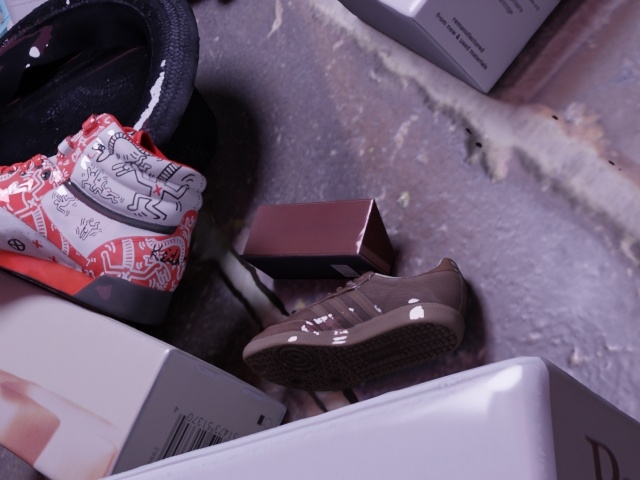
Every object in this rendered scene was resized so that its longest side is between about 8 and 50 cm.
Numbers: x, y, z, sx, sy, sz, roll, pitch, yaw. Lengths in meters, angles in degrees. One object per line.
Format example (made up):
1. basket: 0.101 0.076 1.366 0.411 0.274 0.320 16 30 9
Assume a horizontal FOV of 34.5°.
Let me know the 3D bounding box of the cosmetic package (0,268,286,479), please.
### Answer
1. cosmetic package: -0.195 0.127 0.858 0.296 0.153 0.129 17 77 43

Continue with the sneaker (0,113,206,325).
1. sneaker: -0.221 -0.040 0.841 0.270 0.090 0.145 19 87 18

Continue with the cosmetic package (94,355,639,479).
1. cosmetic package: 0.043 0.311 0.422 0.327 0.329 0.393 -23 54 32

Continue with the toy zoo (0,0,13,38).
1. toy zoo: -0.472 -0.235 1.412 0.192 0.030 0.293 -43 45 14

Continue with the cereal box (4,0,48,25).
1. cereal box: -0.313 -0.317 1.191 0.173 0.240 0.047 1 26 42

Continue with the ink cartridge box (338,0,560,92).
1. ink cartridge box: 0.135 -0.298 0.844 0.289 0.121 0.211 -52 44 4

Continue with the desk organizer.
1. desk organizer: 0.000 0.000 0.847 0.130 0.047 0.050 -1 63 41

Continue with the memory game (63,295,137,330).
1. memory game: -0.248 0.127 1.018 0.186 0.012 0.186 -21 54 32

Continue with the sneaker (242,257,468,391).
1. sneaker: 0.029 0.064 0.785 0.188 0.066 0.071 -14 41 30

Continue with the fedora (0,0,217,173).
1. fedora: -0.224 -0.101 1.022 0.334 0.152 0.334 -16 58 26
